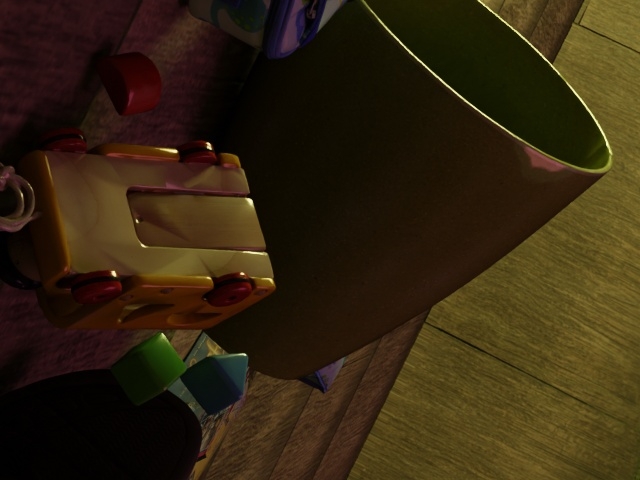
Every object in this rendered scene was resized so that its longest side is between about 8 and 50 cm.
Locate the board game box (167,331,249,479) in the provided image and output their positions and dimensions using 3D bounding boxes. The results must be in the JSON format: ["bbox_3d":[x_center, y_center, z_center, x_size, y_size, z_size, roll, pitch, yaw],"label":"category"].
[{"bbox_3d":[-0.142,0.204,1.808,0.243,0.042,0.165,-58,170,-26],"label":"board game box"}]

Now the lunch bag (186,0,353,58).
[{"bbox_3d":[-0.003,-0.232,1.218,0.176,0.090,0.219,-48,162,-48],"label":"lunch bag"}]

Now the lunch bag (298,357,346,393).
[{"bbox_3d":[-0.003,0.071,2.068,0.129,0.096,0.151,-56,154,-20],"label":"lunch bag"}]

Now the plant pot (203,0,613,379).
[{"bbox_3d":[0.024,-0.042,1.491,0.293,0.275,0.275,-49,176,21],"label":"plant pot"}]

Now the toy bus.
[{"bbox_3d":[-0.126,0.004,1.121,0.104,0.202,0.191,-31,-159,39],"label":"toy bus"}]

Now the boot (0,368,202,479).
[{"bbox_3d":[-0.227,0.274,1.238,0.377,0.138,0.284,-49,162,-44],"label":"boot"}]
